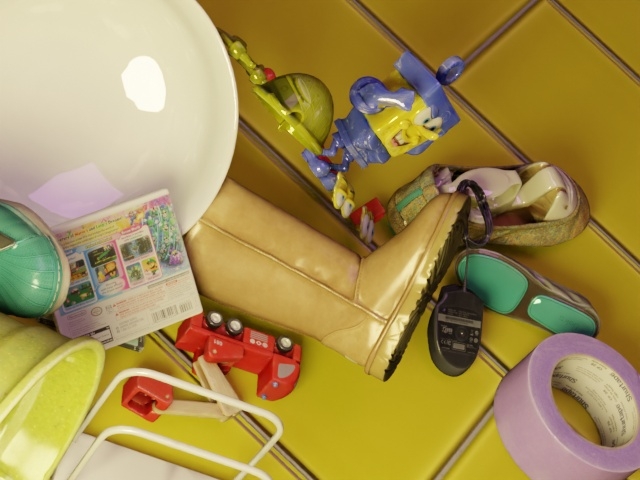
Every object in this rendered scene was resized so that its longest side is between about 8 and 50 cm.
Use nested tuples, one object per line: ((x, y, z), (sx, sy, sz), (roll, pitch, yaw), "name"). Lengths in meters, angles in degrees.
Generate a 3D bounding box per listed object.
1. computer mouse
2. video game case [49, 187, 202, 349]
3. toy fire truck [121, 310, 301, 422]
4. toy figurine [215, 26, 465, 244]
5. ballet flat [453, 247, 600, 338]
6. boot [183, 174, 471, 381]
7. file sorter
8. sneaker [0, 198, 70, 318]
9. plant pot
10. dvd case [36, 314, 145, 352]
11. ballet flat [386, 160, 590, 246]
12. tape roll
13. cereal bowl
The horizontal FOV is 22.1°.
((0.166, 0.045, 1.978), (0.071, 0.041, 0.242), (15, 76, -25), "computer mouse")
((-0.214, 0.036, 1.721), (0.157, 0.019, 0.143), (-21, 107, -21), "video game case")
((-0.113, 0.147, 1.768), (0.192, 0.047, 0.135), (21, 48, -19), "toy fire truck")
((0.058, -0.172, 1.882), (0.191, 0.217, 0.362), (59, 4, 28), "toy figurine")
((0.257, 0.066, 2.067), (0.213, 0.072, 0.068), (29, 19, -12), "ballet flat")
((0.000, 0.000, 1.790), (0.269, 0.236, 0.089), (28, 2, 13), "boot")
((-0.155, 0.291, 1.542), (0.192, 0.173, 0.278), (21, 48, -17), "file sorter")
((-0.376, -0.011, 1.563), (0.302, 0.108, 0.121), (31, 19, 26), "sneaker")
((-0.378, 0.139, 1.480), (0.254, 0.276, 0.276), (32, 44, 9), "plant pot")
((-0.244, 0.068, 1.769), (0.119, 0.013, 0.087), (20, 48, -20), "dvd case")
((0.244, -0.054, 2.106), (0.348, 0.123, 0.123), (-5, 60, -36), "ballet flat")
((0.308, 0.211, 1.967), (0.189, 0.080, 0.189), (17, 49, -20), "tape roll")
((-0.266, -0.141, 1.754), (0.339, 0.141, 0.339), (-4, 99, -25), "cereal bowl")
